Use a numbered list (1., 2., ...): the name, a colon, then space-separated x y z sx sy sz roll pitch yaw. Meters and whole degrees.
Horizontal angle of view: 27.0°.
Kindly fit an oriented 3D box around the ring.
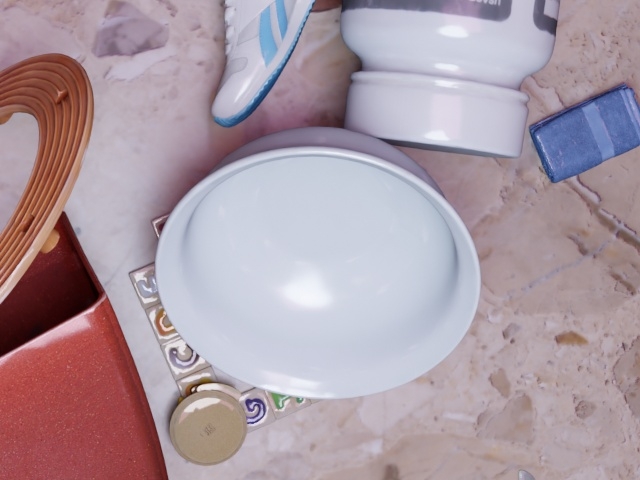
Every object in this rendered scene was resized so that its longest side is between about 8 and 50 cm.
1. ring: -0.305 -0.016 1.134 0.032 0.336 0.336 41 86 -35

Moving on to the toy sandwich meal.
1. toy sandwich meal: -0.112 0.180 1.318 0.086 0.029 0.085 -2 99 -12

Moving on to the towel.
1. towel: 0.279 -0.110 1.381 0.119 0.029 0.067 -25 98 -9

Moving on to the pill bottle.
1. pill bottle: 0.128 -0.266 1.251 0.204 0.204 0.361 7 92 -12

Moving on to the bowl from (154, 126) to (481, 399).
1. bowl: 0.000 0.000 1.244 0.298 0.134 0.298 2 130 2

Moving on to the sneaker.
1. sneaker: -0.060 -0.218 1.284 0.092 0.087 0.228 24 82 -5

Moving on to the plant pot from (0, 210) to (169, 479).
1. plant pot: -0.276 0.167 1.187 0.267 0.267 0.235 -29 114 -8

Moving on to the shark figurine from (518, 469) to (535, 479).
1. shark figurine: 0.165 0.338 1.351 0.278 0.116 0.166 -9 95 -12

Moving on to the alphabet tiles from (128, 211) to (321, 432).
1. alphabet tiles: -0.070 0.066 1.336 0.198 0.009 0.237 -23 99 -8
